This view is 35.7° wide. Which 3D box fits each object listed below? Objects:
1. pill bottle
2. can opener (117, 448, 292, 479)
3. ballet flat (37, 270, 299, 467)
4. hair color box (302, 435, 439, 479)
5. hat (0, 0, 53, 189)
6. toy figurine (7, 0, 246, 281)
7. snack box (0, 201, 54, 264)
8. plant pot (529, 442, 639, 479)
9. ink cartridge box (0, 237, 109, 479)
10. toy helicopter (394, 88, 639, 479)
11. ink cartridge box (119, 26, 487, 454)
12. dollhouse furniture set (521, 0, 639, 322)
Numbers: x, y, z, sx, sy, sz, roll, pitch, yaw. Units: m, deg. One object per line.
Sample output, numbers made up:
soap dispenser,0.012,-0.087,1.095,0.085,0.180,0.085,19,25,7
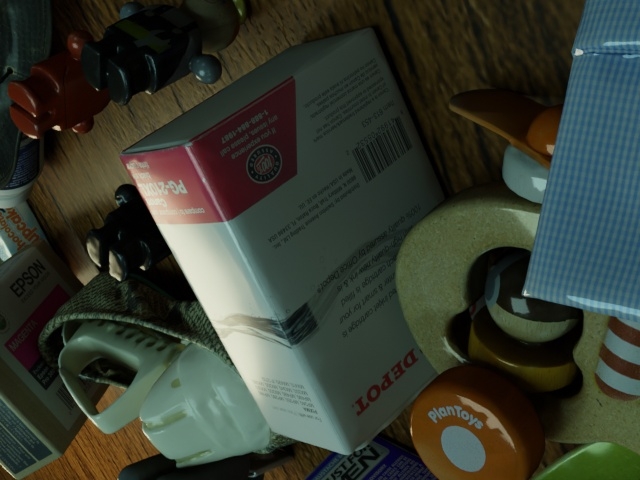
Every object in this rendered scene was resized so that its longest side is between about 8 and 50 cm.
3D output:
pill bottle,-0.360,-0.110,1.122,0.094,0.094,0.169,44,147,13
can opener,-0.117,0.261,1.042,0.075,0.283,0.095,12,94,21
ballet flat,-0.145,0.138,1.009,0.482,0.182,0.164,8,127,48
hair color box,0.143,0.321,0.893,0.338,0.110,0.185,20,137,43
hat,-0.404,-0.199,0.956,0.331,0.134,0.332,9,104,39
toy figurine,-0.121,-0.087,0.801,0.209,0.148,0.213,-13,109,50
snack box,-0.473,-0.072,1.338,0.187,0.060,0.322,7,127,50
plant pot,0.248,0.308,0.604,0.293,0.275,0.274,43,150,-10
ink cartridge box,-0.351,0.136,1.202,0.088,0.235,0.193,-30,108,25
toy helicopter,0.189,0.017,0.547,0.355,0.140,0.235,-6,108,43
ink cartridge box,0.000,0.000,0.692,0.100,0.172,0.237,0,122,52
dollhouse furniture set,0.158,-0.002,0.335,0.303,0.198,0.287,17,95,34
